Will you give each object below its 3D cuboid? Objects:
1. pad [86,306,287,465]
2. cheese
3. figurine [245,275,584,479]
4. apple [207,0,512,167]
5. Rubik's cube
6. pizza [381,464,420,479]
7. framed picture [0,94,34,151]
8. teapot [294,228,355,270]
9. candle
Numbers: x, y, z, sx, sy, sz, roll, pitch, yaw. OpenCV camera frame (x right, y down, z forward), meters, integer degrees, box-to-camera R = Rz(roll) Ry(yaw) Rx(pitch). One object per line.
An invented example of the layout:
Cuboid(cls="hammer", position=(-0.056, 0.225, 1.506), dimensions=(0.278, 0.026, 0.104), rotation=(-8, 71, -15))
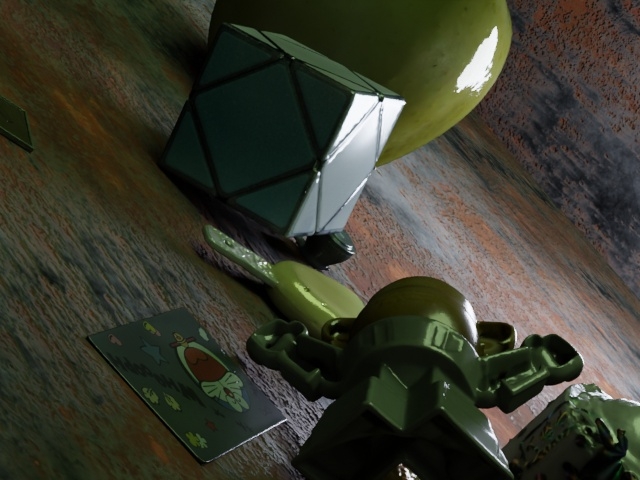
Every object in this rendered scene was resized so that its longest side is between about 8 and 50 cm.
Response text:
Cuboid(cls="pad", position=(-0.126, 0.141, 1.718), dimensions=(0.170, 0.006, 0.245), rotation=(47, 15, 9))
Cuboid(cls="cheese", position=(-0.042, 0.055, 2.066), dimensions=(0.255, 0.050, 0.127), rotation=(33, 21, -30))
Cuboid(cls="figurine", position=(0.098, 0.141, 1.812), dimensions=(0.342, 0.167, 0.285), rotation=(19, 34, -8))
Cuboid(cls="apple", position=(0.054, -0.330, 2.606), dimensions=(0.473, 0.473, 0.474), rotation=(40, 16, -14))
Cuboid(cls="Rubik's cube", position=(-0.046, -0.137, 2.180), dimensions=(0.205, 0.205, 0.207), rotation=(29, 10, 17))
Cuboid(cls="pizza", position=(0.102, 0.271, 1.861), dimensions=(0.161, 0.062, 0.182), rotation=(10, 32, -52))
Cuboid(cls="framed picture", position=(-0.344, -0.136, 1.882), dimensions=(0.066, 0.007, 0.089), rotation=(33, 18, -32))
Cuboid(cls="teapot", position=(0.000, 0.000, 2.297), dimensions=(0.088, 0.057, 0.066), rotation=(48, 16, 4))
Cuboid(cls="candle", position=(0.306, 0.259, 1.912), dimensions=(0.187, 0.330, 0.187), rotation=(35, 25, -19))
